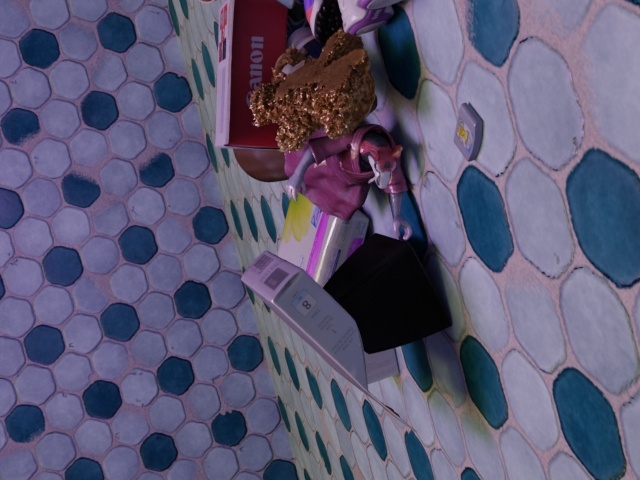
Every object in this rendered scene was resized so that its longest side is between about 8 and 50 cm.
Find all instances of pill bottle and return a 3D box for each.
[{"bbox_3d":[0.001,-0.356,1.686,0.169,0.094,0.094,53,157,32],"label":"pill bottle"}]

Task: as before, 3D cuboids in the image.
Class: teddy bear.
[{"bbox_3d":[-0.007,-0.271,1.537,0.338,0.245,0.113,-5,144,47],"label":"teddy bear"}]

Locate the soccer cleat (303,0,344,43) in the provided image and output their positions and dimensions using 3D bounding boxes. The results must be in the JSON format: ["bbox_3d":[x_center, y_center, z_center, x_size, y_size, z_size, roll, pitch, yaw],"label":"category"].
[{"bbox_3d":[0.011,-0.507,1.540,0.318,0.108,0.116,94,155,-61],"label":"soccer cleat"}]

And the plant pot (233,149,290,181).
[{"bbox_3d":[-0.063,-0.238,1.973,0.230,0.215,0.216,12,119,57],"label":"plant pot"}]

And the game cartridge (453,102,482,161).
[{"bbox_3d":[0.228,-0.164,1.285,0.083,0.017,0.056,91,154,-50],"label":"game cartridge"}]

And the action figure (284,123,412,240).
[{"bbox_3d":[0.079,-0.158,1.642,0.370,0.248,0.276,-15,51,66],"label":"action figure"}]

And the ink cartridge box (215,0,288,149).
[{"bbox_3d":[-0.144,-0.346,1.749,0.272,0.130,0.310,-150,62,-76],"label":"ink cartridge box"}]

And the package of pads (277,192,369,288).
[{"bbox_3d":[0.000,0.000,2.002,0.296,0.101,0.229,-131,52,-60],"label":"package of pads"}]

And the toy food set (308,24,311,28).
[{"bbox_3d":[0.008,-0.412,1.780,0.192,0.038,0.132,94,155,-53],"label":"toy food set"}]

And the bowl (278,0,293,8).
[{"bbox_3d":[-0.086,-0.575,1.442,0.311,0.163,0.312,-166,90,-86],"label":"bowl"}]

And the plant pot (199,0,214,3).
[{"bbox_3d":[-0.193,-0.644,1.666,0.284,0.190,0.284,48,156,31],"label":"plant pot"}]

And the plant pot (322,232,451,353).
[{"bbox_3d":[0.114,0.116,1.629,0.187,0.167,0.188,61,168,-14],"label":"plant pot"}]

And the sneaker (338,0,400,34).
[{"bbox_3d":[0.077,-0.439,1.343,0.305,0.114,0.152,163,90,-75],"label":"sneaker"}]

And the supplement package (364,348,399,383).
[{"bbox_3d":[0.107,0.236,1.989,0.105,0.105,0.179,-143,39,-68],"label":"supplement package"}]

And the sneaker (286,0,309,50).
[{"bbox_3d":[-0.057,-0.478,1.829,0.211,0.080,0.081,89,-170,-52],"label":"sneaker"}]

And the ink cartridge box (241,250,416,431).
[{"bbox_3d":[0.029,0.189,1.644,0.385,0.091,0.308,44,172,-16],"label":"ink cartridge box"}]
